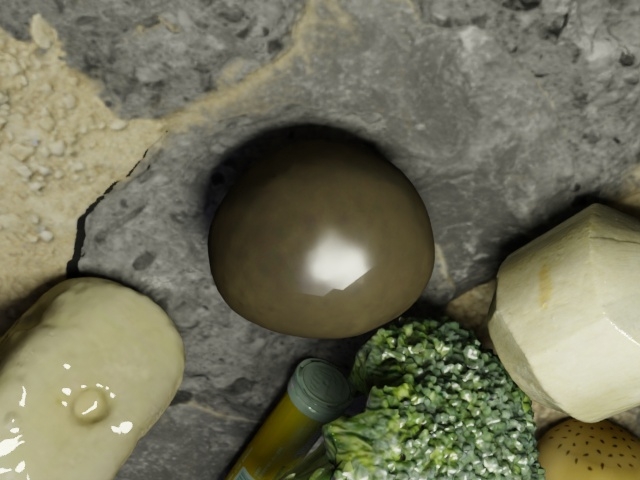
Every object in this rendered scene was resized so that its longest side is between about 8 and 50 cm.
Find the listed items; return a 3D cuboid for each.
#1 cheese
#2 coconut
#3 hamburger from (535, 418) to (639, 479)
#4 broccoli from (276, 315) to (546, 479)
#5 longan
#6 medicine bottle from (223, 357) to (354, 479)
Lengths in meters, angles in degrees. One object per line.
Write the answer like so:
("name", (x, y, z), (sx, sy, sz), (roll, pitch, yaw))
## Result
("cheese", (-0.269, 0.151, 1.609), (0.173, 0.251, 0.248), (42, 83, -14))
("coconut", (0.287, 0.068, 1.488), (0.222, 0.202, 0.202), (-30, 123, 25))
("hamburger", (0.301, 0.274, 1.687), (0.175, 0.175, 0.137), (5, 116, -3))
("broccoli", (0.098, 0.242, 1.511), (0.249, 0.375, 0.302), (36, 101, 6))
("longan", (0.000, 0.000, 1.444), (0.220, 0.197, 0.197), (3, 130, 6))
("medicine bottle", (-0.043, 0.228, 1.709), (0.074, 0.074, 0.218), (22, 128, -16))
